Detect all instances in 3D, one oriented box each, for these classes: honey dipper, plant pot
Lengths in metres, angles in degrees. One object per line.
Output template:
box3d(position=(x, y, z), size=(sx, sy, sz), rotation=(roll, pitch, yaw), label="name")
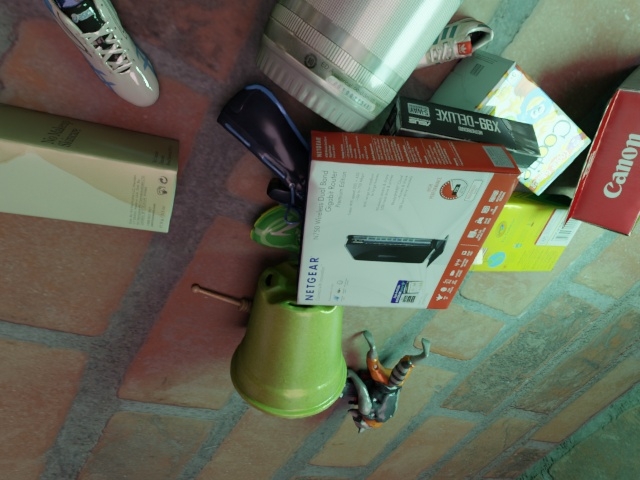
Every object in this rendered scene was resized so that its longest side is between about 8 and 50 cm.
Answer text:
box3d(position=(-0.228, 0.137, 0.948), size=(0.161, 0.030, 0.030), rotation=(25, 114, -26), label="honey dipper")
box3d(position=(-0.055, 0.194, 0.891), size=(0.277, 0.276, 0.253), rotation=(0, 121, -17), label="plant pot")

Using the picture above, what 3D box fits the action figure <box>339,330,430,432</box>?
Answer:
box3d(position=(0.146, 0.433, 1.186), size=(0.342, 0.178, 0.329), rotation=(4, 113, -23), label="action figure")

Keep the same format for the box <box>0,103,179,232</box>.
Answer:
box3d(position=(-0.397, -0.115, 0.641), size=(0.312, 0.148, 0.121), rotation=(7, 120, -23), label="box")

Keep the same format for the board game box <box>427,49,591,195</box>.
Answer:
box3d(position=(0.371, -0.231, 0.800), size=(0.276, 0.144, 0.142), rotation=(24, 115, -29), label="board game box")

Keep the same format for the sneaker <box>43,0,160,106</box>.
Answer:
box3d(position=(-0.320, -0.296, 0.574), size=(0.085, 0.086, 0.237), rotation=(-27, 129, 0), label="sneaker")

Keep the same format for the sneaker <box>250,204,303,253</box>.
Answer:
box3d(position=(0.000, 0.000, 0.860), size=(0.296, 0.123, 0.109), rotation=(11, 121, -23), label="sneaker")

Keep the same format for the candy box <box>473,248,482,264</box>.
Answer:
box3d(position=(0.267, 0.025, 0.923), size=(0.109, 0.187, 0.052), rotation=(-1, 92, -16), label="candy box")

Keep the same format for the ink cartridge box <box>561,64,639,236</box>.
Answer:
box3d(position=(0.670, -0.181, 0.865), size=(0.272, 0.130, 0.309), rotation=(-35, 136, -34), label="ink cartridge box")

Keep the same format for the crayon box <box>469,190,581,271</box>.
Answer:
box3d(position=(0.494, -0.021, 1.027), size=(0.319, 0.081, 0.202), rotation=(2, 123, -20), label="crayon box")

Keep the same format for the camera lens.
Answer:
box3d(position=(0.057, -0.326, 0.586), size=(0.220, 0.219, 0.274), rotation=(24, 114, -30), label="camera lens")

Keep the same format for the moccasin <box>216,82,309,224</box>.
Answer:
box3d(position=(-0.057, -0.121, 0.754), size=(0.117, 0.137, 0.341), rotation=(-37, 108, 0), label="moccasin")

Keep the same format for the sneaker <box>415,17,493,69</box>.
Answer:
box3d(position=(0.228, -0.349, 0.715), size=(0.162, 0.075, 0.057), rotation=(-22, 128, -2), label="sneaker")

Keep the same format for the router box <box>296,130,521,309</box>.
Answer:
box3d(position=(0.118, -0.012, 0.690), size=(0.302, 0.082, 0.335), rotation=(2, 136, -5), label="router box")

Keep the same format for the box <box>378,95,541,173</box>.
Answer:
box3d(position=(0.205, -0.114, 0.763), size=(0.243, 0.076, 0.307), rotation=(9, 152, -10), label="box")
